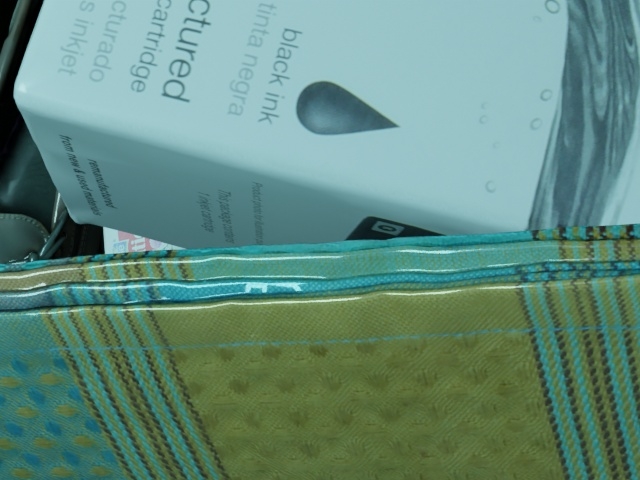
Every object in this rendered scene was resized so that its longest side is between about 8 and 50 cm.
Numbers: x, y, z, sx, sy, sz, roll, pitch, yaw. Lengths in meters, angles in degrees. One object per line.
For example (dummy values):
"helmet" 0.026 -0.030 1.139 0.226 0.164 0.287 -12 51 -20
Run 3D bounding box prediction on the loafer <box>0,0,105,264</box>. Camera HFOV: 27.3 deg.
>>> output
"loafer" -0.148 -0.028 0.642 0.096 0.084 0.267 14 82 22

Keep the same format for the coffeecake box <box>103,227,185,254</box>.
"coffeecake box" 0.000 0.000 0.590 0.185 0.068 0.142 -12 73 17

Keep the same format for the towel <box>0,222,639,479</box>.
"towel" 0.005 0.108 0.484 0.370 0.271 0.040 -4 38 17

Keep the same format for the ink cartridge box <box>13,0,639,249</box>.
"ink cartridge box" 0.077 -0.089 0.485 0.307 0.129 0.223 14 73 3
